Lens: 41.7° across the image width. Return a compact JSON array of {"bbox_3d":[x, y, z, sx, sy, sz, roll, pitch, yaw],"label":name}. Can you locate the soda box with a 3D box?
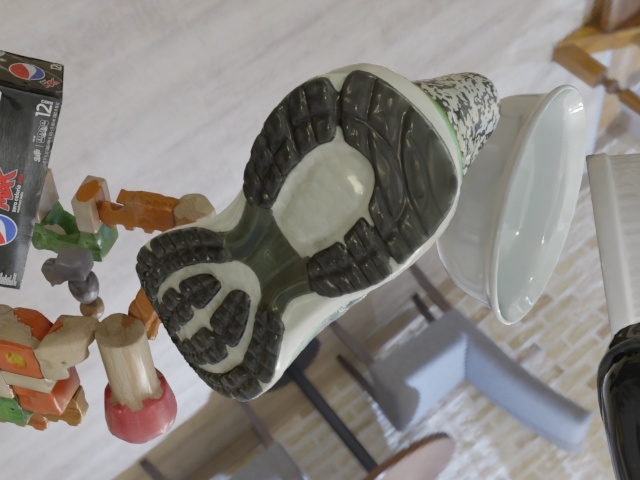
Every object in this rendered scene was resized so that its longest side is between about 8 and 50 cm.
[{"bbox_3d":[-0.230,-0.049,0.612,0.053,0.060,0.169,10,122,-23],"label":"soda box"}]

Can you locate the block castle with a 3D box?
[{"bbox_3d":[-0.360,0.076,1.071,0.303,0.453,0.213,-69,164,-45],"label":"block castle"}]

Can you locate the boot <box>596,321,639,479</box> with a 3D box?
[{"bbox_3d":[0.238,0.322,0.518,0.367,0.146,0.445,60,41,-22],"label":"boot"}]

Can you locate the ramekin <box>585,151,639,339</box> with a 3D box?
[{"bbox_3d":[0.349,0.003,0.885,0.109,0.207,0.207,-9,156,18],"label":"ramekin"}]

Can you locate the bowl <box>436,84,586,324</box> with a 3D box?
[{"bbox_3d":[0.219,-0.056,1.051,0.298,0.134,0.298,-35,133,-47],"label":"bowl"}]

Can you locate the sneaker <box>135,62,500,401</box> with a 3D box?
[{"bbox_3d":[0.000,0.000,0.666,0.182,0.158,0.410,-28,175,-42],"label":"sneaker"}]
